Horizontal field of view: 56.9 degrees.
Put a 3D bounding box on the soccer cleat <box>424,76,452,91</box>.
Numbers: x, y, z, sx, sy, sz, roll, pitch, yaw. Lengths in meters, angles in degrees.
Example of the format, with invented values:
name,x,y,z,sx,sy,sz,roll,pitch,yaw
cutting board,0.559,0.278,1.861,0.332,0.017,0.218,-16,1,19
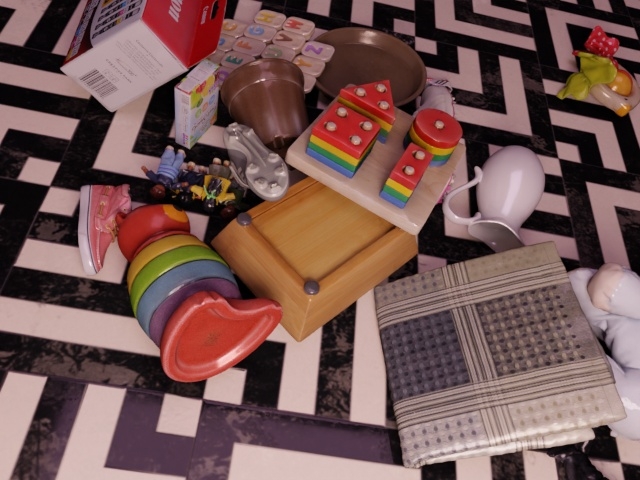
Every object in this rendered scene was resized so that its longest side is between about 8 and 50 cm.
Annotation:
name,x,y,z,sx,sy,sz,roll,pitch,yaw
soccer cleat,0.267,-0.357,1.369,0.083,0.029,0.035,-3,52,-21

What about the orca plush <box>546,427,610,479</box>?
name,x,y,z,sx,sy,sz,roll,pitch,yaw
orca plush,0.458,0.405,0.840,0.151,0.102,0.287,-5,57,-17

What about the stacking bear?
name,x,y,z,sx,sy,sz,roll,pitch,yaw
stacking bear,-0.217,0.052,0.895,0.175,0.164,0.289,14,29,-50

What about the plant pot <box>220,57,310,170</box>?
name,x,y,z,sx,sy,sz,roll,pitch,yaw
plant pot,-0.092,-0.226,1.120,0.167,0.167,0.165,-8,65,-18

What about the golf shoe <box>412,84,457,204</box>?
name,x,y,z,sx,sy,sz,roll,pitch,yaw
golf shoe,0.202,-0.215,1.207,0.140,0.115,0.306,10,53,-2

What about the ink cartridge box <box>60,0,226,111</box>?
name,x,y,z,sx,sy,sz,roll,pitch,yaw
ink cartridge box,-0.323,-0.442,1.139,0.272,0.130,0.309,-19,51,24

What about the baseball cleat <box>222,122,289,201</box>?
name,x,y,z,sx,sy,sz,roll,pitch,yaw
baseball cleat,-0.103,-0.114,0.992,0.072,0.109,0.205,-19,49,-14

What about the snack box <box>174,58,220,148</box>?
name,x,y,z,sx,sy,sz,roll,pitch,yaw
snack box,-0.231,-0.255,1.109,0.037,0.141,0.100,28,54,7

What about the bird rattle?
name,x,y,z,sx,sy,sz,roll,pitch,yaw
bird rattle,0.706,-0.404,1.478,0.207,0.143,0.253,44,44,3

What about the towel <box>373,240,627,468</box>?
name,x,y,z,sx,sy,sz,roll,pitch,yaw
towel,0.260,0.170,0.921,0.324,0.056,0.312,-15,54,11

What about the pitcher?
name,x,y,z,sx,sy,sz,roll,pitch,yaw
pitcher,0.336,-0.092,1.142,0.178,0.125,0.207,27,63,-5

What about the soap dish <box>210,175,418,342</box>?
name,x,y,z,sx,sy,sz,roll,pitch,yaw
soap dish,0.000,0.000,1.003,0.291,0.118,0.229,-33,69,-29

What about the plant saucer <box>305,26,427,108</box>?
name,x,y,z,sx,sy,sz,roll,pitch,yaw
plant saucer,0.100,-0.381,1.330,0.278,0.041,0.277,4,54,-6

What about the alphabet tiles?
name,x,y,z,sx,sy,sz,roll,pitch,yaw
alphabet tiles,-0.123,-0.410,1.289,0.278,0.021,0.284,19,56,11

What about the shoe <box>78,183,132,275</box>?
name,x,y,z,sx,sy,sz,roll,pitch,yaw
shoe,-0.348,-0.024,0.969,0.081,0.063,0.177,-7,53,-12

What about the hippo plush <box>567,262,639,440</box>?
name,x,y,z,sx,sy,sz,roll,pitch,yaw
hippo plush,0.502,0.200,0.967,0.294,0.234,0.236,25,80,11

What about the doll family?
name,x,y,z,sx,sy,sz,roll,pitch,yaw
doll family,-0.219,-0.097,1.050,0.193,0.076,0.111,12,58,1

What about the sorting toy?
name,x,y,z,sx,sy,sz,roll,pitch,yaw
sorting toy,0.115,-0.175,1.029,0.257,0.089,0.255,30,50,7
